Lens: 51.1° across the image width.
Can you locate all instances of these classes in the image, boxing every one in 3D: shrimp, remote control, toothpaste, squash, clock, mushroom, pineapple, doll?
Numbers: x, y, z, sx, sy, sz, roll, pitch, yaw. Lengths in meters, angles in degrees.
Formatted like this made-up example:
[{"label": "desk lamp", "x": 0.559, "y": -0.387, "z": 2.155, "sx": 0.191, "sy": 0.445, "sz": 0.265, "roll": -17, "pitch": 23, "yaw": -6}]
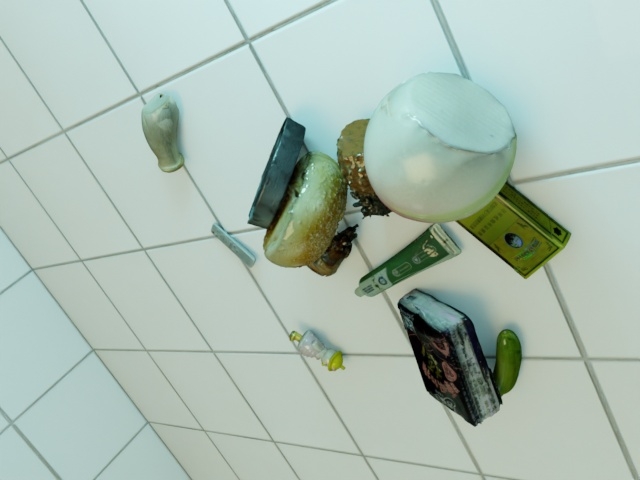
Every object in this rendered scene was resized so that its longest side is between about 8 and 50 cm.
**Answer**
[{"label": "shrimp", "x": 0.005, "y": -0.005, "z": 1.848, "sx": 0.178, "sy": 0.075, "sz": 0.289, "roll": 43, "pitch": 154, "yaw": 5}, {"label": "remote control", "x": -0.275, "y": 0.013, "z": 2.127, "sx": 0.184, "sy": 0.027, "sz": 0.050, "roll": 41, "pitch": 140, "yaw": 10}, {"label": "toothpaste", "x": 0.207, "y": 0.069, "z": 1.744, "sx": 0.099, "sy": 0.061, "sz": 0.392, "roll": 47, "pitch": 138, "yaw": -5}, {"label": "squash", "x": 0.481, "y": 0.321, "z": 1.730, "sx": 0.069, "sy": 0.069, "sz": 0.258, "roll": 19, "pitch": 137, "yaw": 27}, {"label": "clock", "x": -0.108, "y": -0.162, "z": 1.636, "sx": 0.055, "sy": 0.281, "sz": 0.281, "roll": 20, "pitch": 141, "yaw": -9}, {"label": "mushroom", "x": -0.457, "y": -0.314, "z": 1.933, "sx": 0.096, "sy": 0.108, "sz": 0.247, "roll": -115, "pitch": 20, "yaw": -46}, {"label": "pineapple", "x": 0.118, "y": -0.146, "z": 1.571, "sx": 0.157, "sy": 0.158, "sz": 0.279, "roll": 22, "pitch": 148, "yaw": 24}, {"label": "doll", "x": -0.007, "y": 0.356, "z": 2.164, "sx": 0.207, "sy": 0.081, "sz": 0.129, "roll": 32, "pitch": 159, "yaw": 10}]

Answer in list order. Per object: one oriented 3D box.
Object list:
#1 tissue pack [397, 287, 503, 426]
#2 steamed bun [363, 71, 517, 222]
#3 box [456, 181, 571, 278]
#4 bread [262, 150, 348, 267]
[{"label": "tissue pack", "x": 0.333, "y": 0.301, "z": 1.763, "sx": 0.245, "sy": 0.123, "sz": 0.333, "roll": 30, "pitch": 146, "yaw": 60}, {"label": "steamed bun", "x": 0.220, "y": -0.158, "z": 1.340, "sx": 0.309, "sy": 0.309, "sz": 0.309, "roll": 23, "pitch": 137, "yaw": 23}, {"label": "box", "x": 0.416, "y": -0.032, "z": 1.472, "sx": 0.220, "sy": 0.064, "sz": 0.141, "roll": 39, "pitch": 140, "yaw": 3}, {"label": "bread", "x": -0.031, "y": -0.067, "z": 1.654, "sx": 0.158, "sy": 0.306, "sz": 0.305, "roll": 24, "pitch": 141, "yaw": -7}]
